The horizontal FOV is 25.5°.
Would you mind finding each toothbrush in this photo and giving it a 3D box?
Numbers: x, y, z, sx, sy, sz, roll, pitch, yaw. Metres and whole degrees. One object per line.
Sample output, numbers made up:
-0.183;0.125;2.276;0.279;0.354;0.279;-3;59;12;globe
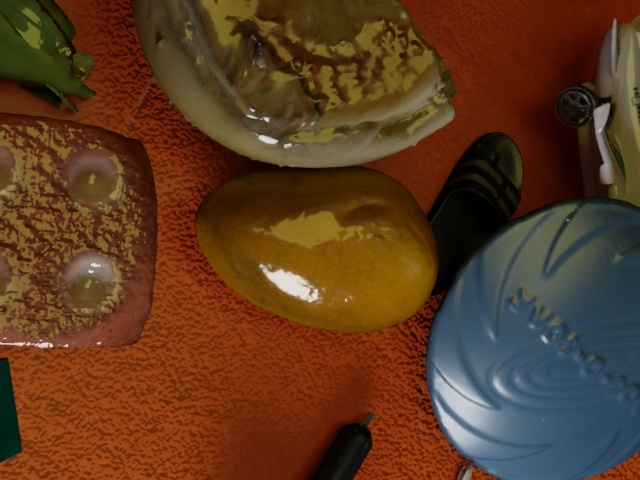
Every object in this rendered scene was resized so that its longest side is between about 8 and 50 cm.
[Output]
0.104;0.279;1.299;0.017;0.014;0.162;29;78;-25;toothbrush

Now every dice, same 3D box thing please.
-0.230;-0.005;1.077;0.179;0.175;0.173;2;85;-23;dice

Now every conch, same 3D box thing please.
-0.247;-0.174;1.139;0.170;0.079;0.105;26;83;-37;conch

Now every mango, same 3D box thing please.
0.000;0.000;1.219;0.227;0.109;0.147;19;104;-23;mango

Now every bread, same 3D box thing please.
-0.041;-0.161;1.172;0.314;0.171;0.192;40;75;-16;bread

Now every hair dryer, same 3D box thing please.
0.000;0.245;1.236;0.124;0.071;0.219;39;64;-19;hair dryer

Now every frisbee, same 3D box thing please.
0.237;0.101;1.297;0.290;0.049;0.289;-5;110;-15;frisbee

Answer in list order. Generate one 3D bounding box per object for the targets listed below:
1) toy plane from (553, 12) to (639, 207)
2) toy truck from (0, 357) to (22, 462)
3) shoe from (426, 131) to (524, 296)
0.287;-0.090;1.349;0.251;0.101;0.255;-24;116;-59;toy plane
-0.350;0.144;1.048;0.253;0.124;0.114;-8;89;-26;toy truck
0.143;-0.024;1.314;0.071;0.049;0.179;42;72;-18;shoe
